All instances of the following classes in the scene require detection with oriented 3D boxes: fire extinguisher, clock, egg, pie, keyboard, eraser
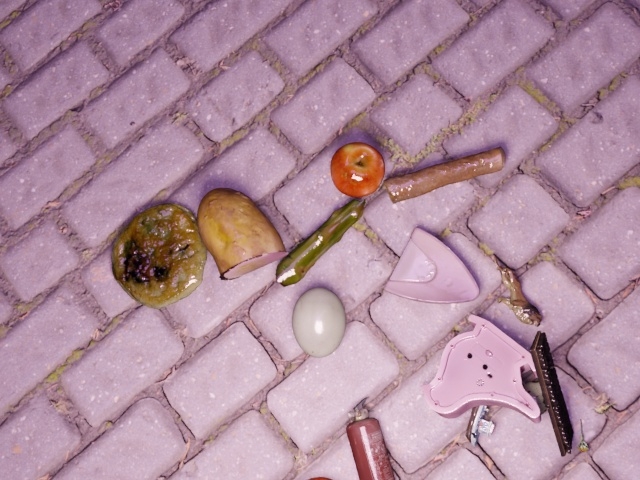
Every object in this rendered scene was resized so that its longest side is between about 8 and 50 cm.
[{"bbox_3d":[0.132,0.556,1.603,0.105,0.105,0.268,-17,75,3],"label":"fire extinguisher"},{"bbox_3d":[0.432,0.377,1.561,0.275,0.080,0.290,-49,53,-7],"label":"clock"},{"bbox_3d":[-0.004,0.224,1.664,0.149,0.149,0.192,0,83,7],"label":"egg"},{"bbox_3d":[-0.486,0.047,1.808,0.323,0.070,0.323,-2,77,8],"label":"pie"},{"bbox_3d":[0.562,0.411,1.584,0.110,0.085,0.085,-28,75,-5],"label":"egg"},{"bbox_3d":[0.582,0.384,1.512,0.027,0.106,0.317,-10,109,34],"label":"keyboard"},{"bbox_3d":[0.328,0.104,1.698,0.243,0.059,0.204,27,81,16],"label":"eraser"}]

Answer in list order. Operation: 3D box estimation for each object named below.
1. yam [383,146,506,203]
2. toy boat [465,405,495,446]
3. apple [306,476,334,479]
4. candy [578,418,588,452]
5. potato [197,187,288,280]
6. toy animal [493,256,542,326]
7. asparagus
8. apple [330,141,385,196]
[{"bbox_3d":[0.362,-0.190,1.754,0.357,0.081,0.081,-16,76,5],"label":"yam"},{"bbox_3d":[0.429,0.475,1.597,0.066,0.059,0.140,18,80,29],"label":"toy boat"},{"bbox_3d":[0.004,0.689,1.561,0.146,0.146,0.130,-16,119,3],"label":"apple"},{"bbox_3d":[0.685,0.509,1.581,0.023,0.025,0.083,20,66,-32],"label":"candy"},{"bbox_3d":[-0.243,-0.036,1.726,0.229,0.229,0.266,-26,79,0],"label":"potato"},{"bbox_3d":[0.523,0.145,1.663,0.086,0.069,0.219,-22,80,-20],"label":"toy animal"},{"bbox_3d":[0.001,0.001,1.752,0.082,0.085,0.343,44,84,11],"label":"asparagus"},{"bbox_3d":[0.106,-0.204,1.762,0.164,0.139,0.163,2,72,-5],"label":"apple"}]
